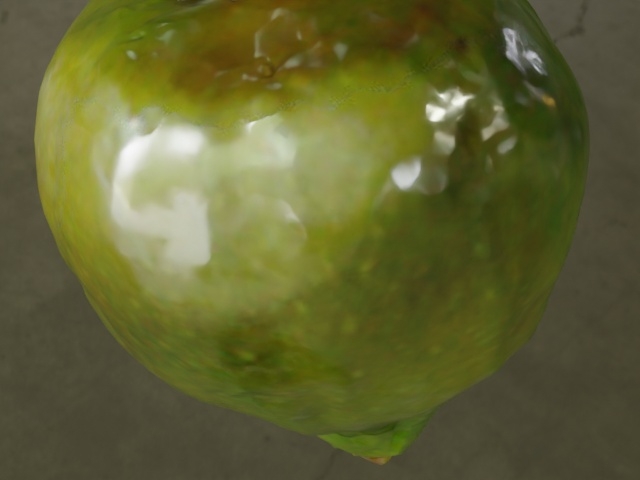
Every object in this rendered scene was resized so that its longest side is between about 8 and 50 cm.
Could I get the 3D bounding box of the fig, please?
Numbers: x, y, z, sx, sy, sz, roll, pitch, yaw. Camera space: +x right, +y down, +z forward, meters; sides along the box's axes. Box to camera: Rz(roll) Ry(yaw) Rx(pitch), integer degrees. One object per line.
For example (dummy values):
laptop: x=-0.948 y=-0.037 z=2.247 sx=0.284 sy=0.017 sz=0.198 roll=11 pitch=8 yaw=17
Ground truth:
fig: x=0.003 y=-0.016 z=0.427 sx=0.167 sy=0.233 sz=0.167 roll=-2 pitch=76 yaw=10
